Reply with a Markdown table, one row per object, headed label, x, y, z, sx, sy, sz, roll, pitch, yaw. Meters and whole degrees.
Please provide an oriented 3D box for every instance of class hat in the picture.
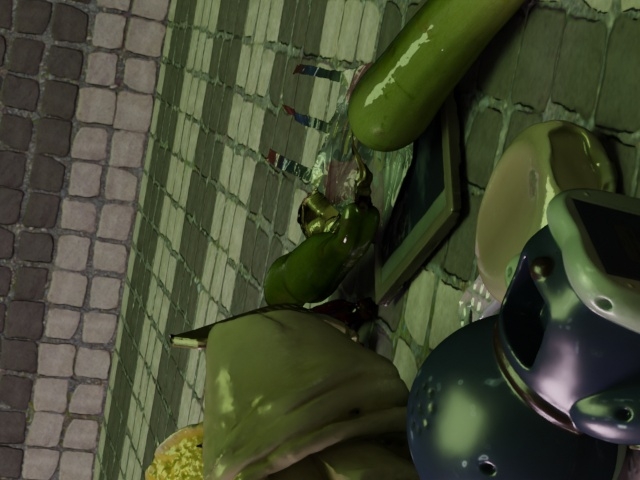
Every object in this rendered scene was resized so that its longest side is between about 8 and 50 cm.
| label | x | y | z | sx | sy | sz | roll | pitch | yaw |
| --- | --- | --- | --- | --- | --- | --- | --- | --- | --- |
| hat | 0.018 | -0.026 | 1.591 | 0.076 | 0.059 | 0.077 | -55 | 32 | 25 |

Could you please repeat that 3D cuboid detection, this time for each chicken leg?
| label | x | y | z | sx | sy | sz | roll | pitch | yaw |
| --- | --- | --- | --- | --- | --- | --- | --- | --- | --- |
| chicken leg | 0.007 | 0.114 | 1.578 | 0.093 | 0.053 | 0.205 | 59 | 148 | 36 |

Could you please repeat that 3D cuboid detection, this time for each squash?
| label | x | y | z | sx | sy | sz | roll | pitch | yaw |
| --- | --- | --- | --- | --- | --- | --- | --- | --- | --- |
| squash | 0.104 | -0.169 | 1.293 | 0.250 | 0.083 | 0.083 | -48 | 35 | 44 |

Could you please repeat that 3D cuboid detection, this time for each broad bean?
| label | x | y | z | sx | sy | sz | roll | pitch | yaw |
| --- | --- | --- | --- | --- | --- | --- | --- | --- | --- |
| broad bean | 0.002 | 0.010 | 1.503 | 0.318 | 0.056 | 0.098 | 124 | 143 | -53 |

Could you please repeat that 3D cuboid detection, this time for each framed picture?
| label | x | y | z | sx | sy | sz | roll | pitch | yaw |
| --- | --- | --- | --- | --- | --- | --- | --- | --- | --- |
| framed picture | 0.094 | -0.100 | 1.432 | 0.209 | 0.019 | 0.281 | 123 | 151 | -55 |

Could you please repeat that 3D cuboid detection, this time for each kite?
| label | x | y | z | sx | sy | sz | roll | pitch | yaw |
| --- | --- | --- | --- | --- | --- | --- | --- | --- | --- |
| kite | 0.016 | -0.118 | 1.555 | 0.360 | 0.022 | 0.204 | 22 | 99 | 65 |

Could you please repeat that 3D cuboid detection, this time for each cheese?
| label | x | y | z | sx | sy | sz | roll | pitch | yaw |
| --- | --- | --- | --- | --- | --- | --- | --- | --- | --- |
| cheese | 0.155 | 0.007 | 1.097 | 0.227 | 0.064 | 0.137 | 117 | 157 | -51 |

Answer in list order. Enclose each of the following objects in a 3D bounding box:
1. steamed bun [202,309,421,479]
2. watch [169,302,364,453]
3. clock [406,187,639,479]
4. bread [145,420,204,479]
| label | x | y | z | sx | sy | sz | roll | pitch | yaw |
| --- | --- | --- | --- | --- | --- | --- | --- | --- | --- |
| steamed bun | 0.008 | 0.215 | 1.261 | 0.276 | 0.203 | 0.289 | 63 | -155 | -76 |
| watch | -0.056 | 0.148 | 1.417 | 0.102 | 0.268 | 0.165 | 17 | 105 | 35 |
| clock | 0.153 | 0.087 | 0.933 | 0.243 | 0.146 | 0.200 | -61 | 29 | 34 |
| bread | -0.094 | 0.301 | 1.578 | 0.171 | 0.197 | 0.197 | -105 | 27 | -44 |
